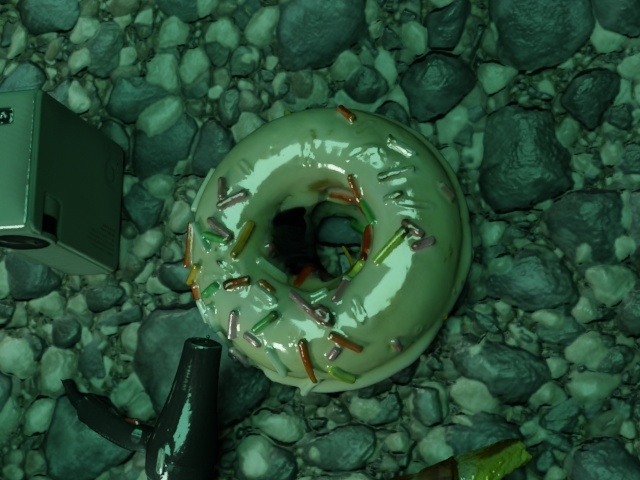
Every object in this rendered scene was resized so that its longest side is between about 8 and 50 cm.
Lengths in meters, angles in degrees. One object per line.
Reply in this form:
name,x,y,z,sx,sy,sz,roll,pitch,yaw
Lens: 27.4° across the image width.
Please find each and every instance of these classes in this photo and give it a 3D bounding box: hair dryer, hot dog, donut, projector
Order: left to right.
projector,-0.354,-0.067,1.709,0.099,0.257,0.191,-5,75,15
hair dryer,-0.245,0.211,1.690,0.272,0.091,0.235,16,101,27
donut,0.000,0.000,1.657,0.383,0.142,0.382,-4,75,15
hot dog,0.132,0.315,1.551,0.262,0.123,0.093,-23,83,13

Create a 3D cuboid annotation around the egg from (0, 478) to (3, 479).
egg,-0.482,0.385,1.663,0.245,0.203,0.203,-10,73,24
